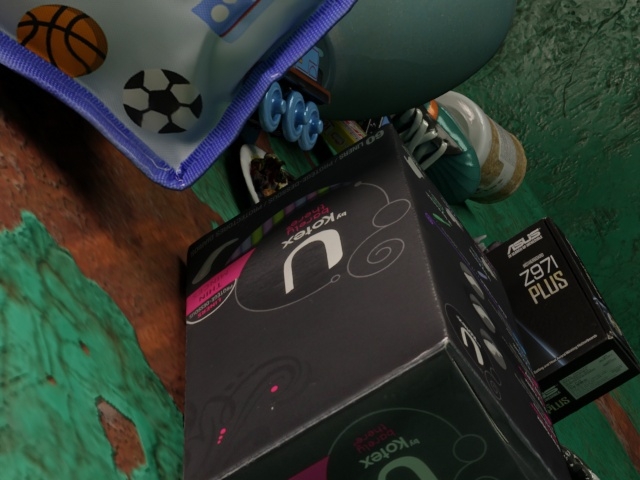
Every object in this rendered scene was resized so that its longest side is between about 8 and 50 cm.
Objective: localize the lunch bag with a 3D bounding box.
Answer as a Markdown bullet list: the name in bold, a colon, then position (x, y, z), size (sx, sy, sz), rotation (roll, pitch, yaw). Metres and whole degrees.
- **lunch bag**: position (-0.164, -0.273, 0.950), size (0.385, 0.239, 0.328), rotation (35, 20, -20)

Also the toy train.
- **toy train**: position (-0.044, -0.135, 1.323), size (0.184, 0.080, 0.105), rotation (17, 80, -71)

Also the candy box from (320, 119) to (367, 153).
- **candy box**: position (0.030, -0.104, 1.661), size (0.206, 0.027, 0.105), rotation (48, 13, 7)

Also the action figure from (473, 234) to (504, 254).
- **action figure**: position (0.220, 0.080, 1.873), size (0.185, 0.099, 0.285), rotation (67, 16, 1)

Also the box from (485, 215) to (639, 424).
- **box**: position (0.169, 0.092, 1.426), size (0.077, 0.180, 0.147), rotation (44, 18, -47)

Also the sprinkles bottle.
- **sprinkles bottle**: position (0.206, -0.126, 2.269), size (0.121, 0.121, 0.355), rotation (60, 12, 12)

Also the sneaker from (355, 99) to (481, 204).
- **sneaker**: position (0.072, -0.154, 1.871), size (0.302, 0.108, 0.121), rotation (48, 14, -6)

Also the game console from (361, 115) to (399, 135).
- **game console**: position (0.093, -0.085, 1.778), size (0.122, 0.071, 0.107), rotation (61, 38, -47)

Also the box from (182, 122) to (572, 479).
- **box**: position (0.024, 0.075, 0.934), size (0.143, 0.165, 0.270), rotation (52, 13, -25)

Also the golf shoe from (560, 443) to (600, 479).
- **golf shoe**: position (0.282, 0.288, 1.631), size (0.198, 0.077, 0.094), rotation (60, 12, 8)

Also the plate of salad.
- **plate of salad**: position (0.000, 0.000, 1.312), size (0.200, 0.048, 0.200), rotation (54, 13, -19)

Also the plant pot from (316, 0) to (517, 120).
- **plant pot**: position (0.010, -0.226, 1.498), size (0.290, 0.290, 0.195), rotation (55, 49, -11)
